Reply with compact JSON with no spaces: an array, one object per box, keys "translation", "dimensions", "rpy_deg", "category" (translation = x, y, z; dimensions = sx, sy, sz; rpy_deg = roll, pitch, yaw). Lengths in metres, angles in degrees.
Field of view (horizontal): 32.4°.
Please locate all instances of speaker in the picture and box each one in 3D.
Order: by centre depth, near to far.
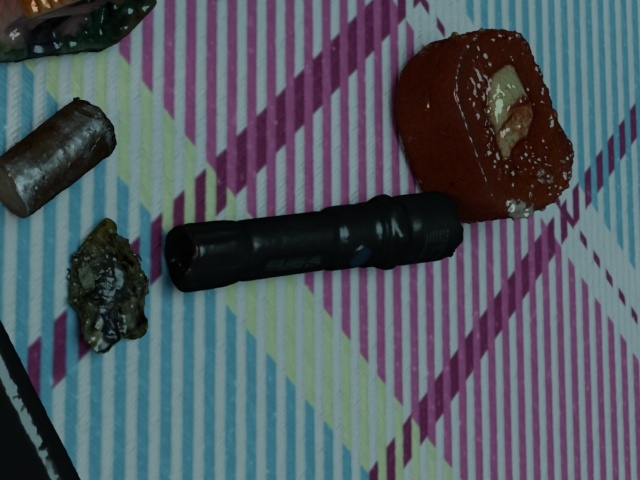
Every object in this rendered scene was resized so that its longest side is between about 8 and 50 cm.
[{"translation":[-0.400,0.123,1.045],"dimensions":[0.184,0.180,0.388],"rpy_deg":[-30,101,-27],"category":"speaker"}]

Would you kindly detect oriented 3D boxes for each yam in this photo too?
[{"translation":[-0.291,-0.093,1.200],"dimensions":[0.141,0.079,0.079],"rpy_deg":[-43,110,-29],"category":"yam"}]

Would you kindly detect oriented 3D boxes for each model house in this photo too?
[{"translation":[-0.242,-0.319,1.160],"dimensions":[0.237,0.237,0.202],"rpy_deg":[-15,92,-36],"category":"model house"}]

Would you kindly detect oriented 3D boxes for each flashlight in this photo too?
[{"translation":[0.000,0.000,1.386],"dimensions":[0.424,0.103,0.103],"rpy_deg":[-7,89,-36],"category":"flashlight"}]

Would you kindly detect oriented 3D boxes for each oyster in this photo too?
[{"translation":[-0.234,0.047,1.241],"dimensions":[0.103,0.051,0.148],"rpy_deg":[-14,83,-43],"category":"oyster"}]

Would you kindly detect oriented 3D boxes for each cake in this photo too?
[{"translation":[0.224,-0.151,1.531],"dimensions":[0.177,0.151,0.283],"rpy_deg":[-38,111,-36],"category":"cake"}]
